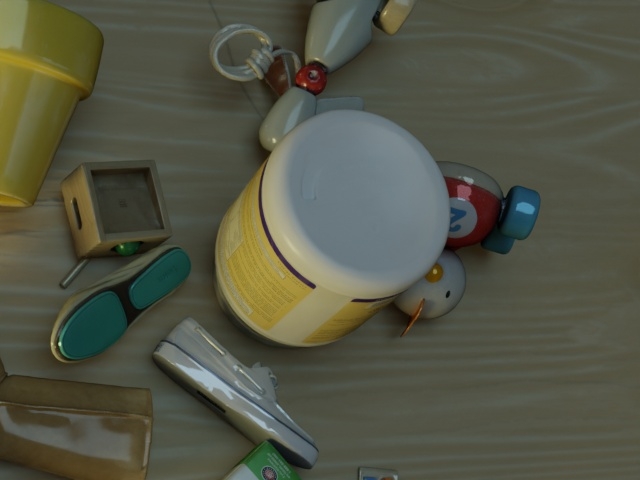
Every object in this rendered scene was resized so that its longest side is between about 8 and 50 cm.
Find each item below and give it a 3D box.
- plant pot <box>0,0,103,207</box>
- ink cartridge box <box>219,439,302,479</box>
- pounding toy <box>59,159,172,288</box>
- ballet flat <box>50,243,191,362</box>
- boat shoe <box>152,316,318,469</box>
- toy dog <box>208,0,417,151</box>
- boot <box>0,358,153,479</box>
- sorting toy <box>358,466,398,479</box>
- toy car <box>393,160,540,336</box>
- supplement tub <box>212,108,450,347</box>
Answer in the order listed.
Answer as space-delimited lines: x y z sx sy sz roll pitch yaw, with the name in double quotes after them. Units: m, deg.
-0.422 -0.174 1.631 0.254 0.254 0.239 12 83 -16 "plant pot"
-0.101 0.380 1.613 0.208 0.087 0.153 -39 87 -29 "ink cartridge box"
-0.283 -0.022 1.705 0.130 0.100 0.141 -5 74 -37 "pounding toy"
-0.270 0.079 1.651 0.086 0.086 0.248 52 48 4 "ballet flat"
-0.096 0.197 1.680 0.258 0.095 0.084 39 66 -4 "boat shoe"
-0.001 -0.274 1.888 0.334 0.161 0.220 -41 91 -13 "toy dog"
-0.345 0.182 1.606 0.269 0.089 0.236 11 70 -19 "boot"
0.092 0.340 1.741 0.083 0.012 0.062 8 67 -17 "sorting toy"
0.160 0.023 1.794 0.219 0.210 0.238 17 78 -2 "toy car"
0.000 0.000 1.656 0.241 0.331 0.241 7 69 -18 "supplement tub"
